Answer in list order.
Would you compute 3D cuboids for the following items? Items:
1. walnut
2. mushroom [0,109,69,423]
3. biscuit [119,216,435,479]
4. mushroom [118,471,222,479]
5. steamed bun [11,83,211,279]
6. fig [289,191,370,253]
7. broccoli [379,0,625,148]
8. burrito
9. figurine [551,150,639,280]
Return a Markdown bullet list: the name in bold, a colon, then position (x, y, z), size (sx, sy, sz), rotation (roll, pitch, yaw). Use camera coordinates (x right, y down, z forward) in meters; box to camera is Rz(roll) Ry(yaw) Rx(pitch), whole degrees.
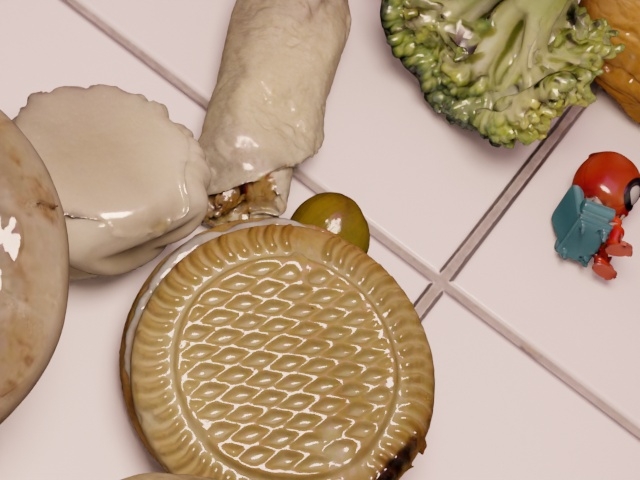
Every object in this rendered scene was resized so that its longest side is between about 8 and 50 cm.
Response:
- **walnut**: position (0.341, -0.206, 1.358), size (0.144, 0.144, 0.180), rotation (-25, 59, -33)
- **mushroom**: position (-0.315, 0.004, 0.851), size (0.297, 0.290, 0.297), rotation (2, 72, -5)
- **biscuit**: position (-0.032, 0.099, 1.017), size (0.259, 0.079, 0.259), rotation (5, 68, -11)
- **mushroom**: position (-0.068, 0.253, 0.825), size (0.260, 0.234, 0.254), rotation (-32, 70, -34)
- **steamed bun**: position (-0.183, -0.043, 1.063), size (0.183, 0.106, 0.183), rotation (7, 49, -9)
- **fig**: position (0.000, 0.000, 1.128), size (0.088, 0.074, 0.074), rotation (-37, 75, -23)
- **broccoli**: position (0.180, -0.227, 1.242), size (0.247, 0.243, 0.263), rotation (31, 56, -16)
- **burrito**: position (-0.037, -0.170, 1.229), size (0.117, 0.076, 0.392), rotation (23, 54, -13)
- **figurine**: position (0.268, -0.033, 1.261), size (0.075, 0.068, 0.140), rotation (22, 46, -2)
